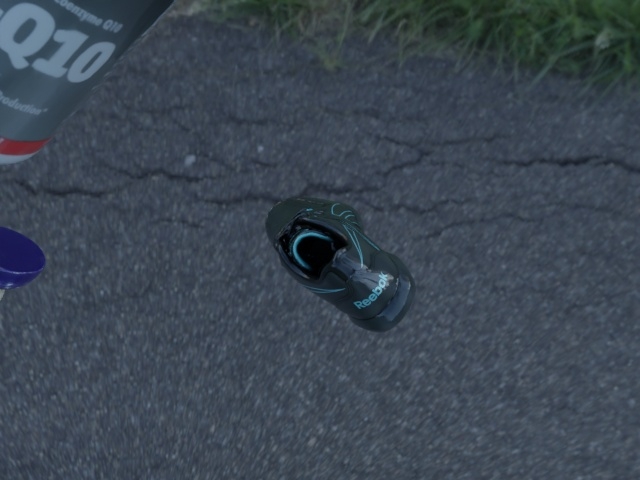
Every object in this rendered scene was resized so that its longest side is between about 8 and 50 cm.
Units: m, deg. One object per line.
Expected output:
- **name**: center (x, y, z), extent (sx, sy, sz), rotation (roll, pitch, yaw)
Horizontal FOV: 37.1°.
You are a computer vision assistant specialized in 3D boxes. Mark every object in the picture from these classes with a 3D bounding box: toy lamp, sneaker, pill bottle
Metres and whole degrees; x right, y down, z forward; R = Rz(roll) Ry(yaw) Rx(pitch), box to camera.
- **toy lamp**: center (-0.313, 0.118, 0.813), extent (0.080, 0.274, 0.080), rotation (27, 21, -11)
- **sneaker**: center (0.000, 0.000, 1.016), extent (0.106, 0.267, 0.101), rotation (33, 91, -34)
- **pill bottle**: center (-0.166, -0.196, 0.613), extent (0.161, 0.283, 0.161), rotation (39, 24, -21)
